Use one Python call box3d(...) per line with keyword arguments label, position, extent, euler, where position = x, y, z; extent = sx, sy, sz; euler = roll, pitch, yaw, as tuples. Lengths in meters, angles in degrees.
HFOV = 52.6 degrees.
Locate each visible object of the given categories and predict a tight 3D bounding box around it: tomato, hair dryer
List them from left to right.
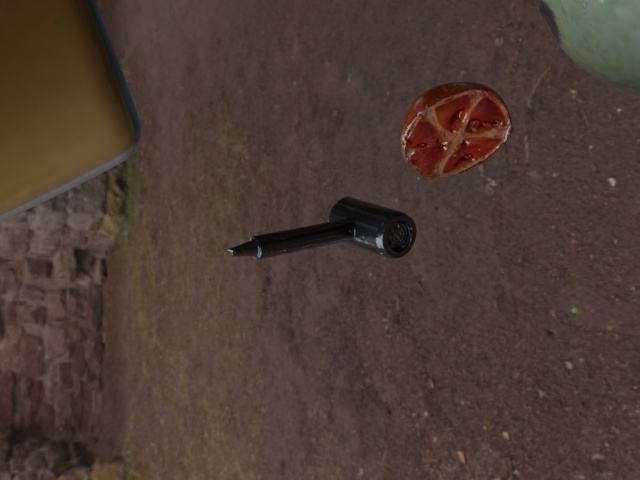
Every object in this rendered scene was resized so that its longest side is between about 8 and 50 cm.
box3d(label="hair dryer", position=(0.000, 0.000, 0.871), extent=(0.128, 0.256, 0.069), euler=(19, 117, 51))
box3d(label="tomato", position=(0.172, -0.161, 0.876), extent=(0.155, 0.156, 0.069), euler=(118, 146, -41))

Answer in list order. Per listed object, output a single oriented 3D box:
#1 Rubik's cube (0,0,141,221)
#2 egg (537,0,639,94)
box3d(label="Rubik's cube", position=(-0.390, -0.191, 0.565), extent=(0.351, 0.347, 0.352), euler=(40, 152, 57))
box3d(label="egg", position=(0.395, -0.317, 0.659), extent=(0.428, 0.345, 0.344), euler=(-33, -47, -70))
